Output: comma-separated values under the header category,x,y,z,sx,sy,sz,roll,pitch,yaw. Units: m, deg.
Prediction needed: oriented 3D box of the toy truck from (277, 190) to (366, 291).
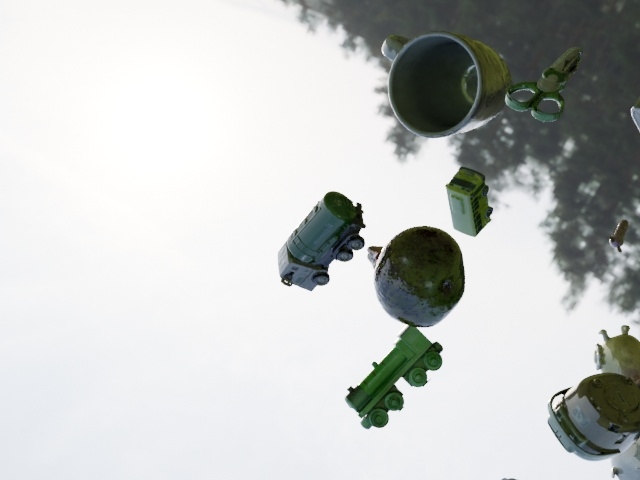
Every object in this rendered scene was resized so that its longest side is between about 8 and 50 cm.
category,x,y,z,sx,sy,sz,roll,pitch,yaw
toy truck,0.000,0.000,2.183,0.125,0.242,0.101,19,-139,-27

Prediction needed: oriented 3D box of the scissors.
category,x,y,z,sx,sy,sz,roll,pitch,yaw
scissors,0.400,-0.276,1.779,0.101,0.027,0.204,28,-128,20

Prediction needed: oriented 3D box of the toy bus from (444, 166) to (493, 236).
category,x,y,z,sx,sy,sz,roll,pitch,yaw
toy bus,0.393,-0.101,2.737,0.088,0.175,0.101,26,-121,35

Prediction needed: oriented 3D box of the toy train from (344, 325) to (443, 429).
category,x,y,z,sx,sy,sz,roll,pitch,yaw
toy train,0.161,0.301,2.272,0.119,0.251,0.085,45,175,-1

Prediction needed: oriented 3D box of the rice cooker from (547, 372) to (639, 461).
category,x,y,z,sx,sy,sz,roll,pitch,yaw
rice cooker,0.503,0.313,1.849,0.206,0.127,0.145,0,-132,-43

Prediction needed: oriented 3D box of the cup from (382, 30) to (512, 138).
category,x,y,z,sx,sy,sz,roll,pitch,yaw
cup,0.278,-0.362,2.291,0.301,0.227,0.257,39,-155,24

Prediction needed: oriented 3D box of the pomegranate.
category,x,y,z,sx,sy,sz,roll,pitch,yaw
pomegranate,0.186,0.062,2.165,0.214,0.214,0.248,0,-160,-41

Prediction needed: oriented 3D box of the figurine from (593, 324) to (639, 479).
category,x,y,z,sx,sy,sz,roll,pitch,yaw
figurine,0.753,0.385,2.398,0.226,0.274,0.394,-14,-102,-9

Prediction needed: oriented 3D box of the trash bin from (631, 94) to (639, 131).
category,x,y,z,sx,sy,sz,roll,pitch,yaw
trash bin,0.781,-0.306,2.103,0.219,0.250,0.220,31,170,47

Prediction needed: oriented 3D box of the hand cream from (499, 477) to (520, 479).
category,x,y,z,sx,sy,sz,roll,pitch,yaw
hand cream,0.427,0.527,2.142,0.043,0.065,0.170,-5,154,44

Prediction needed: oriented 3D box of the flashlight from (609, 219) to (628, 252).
category,x,y,z,sx,sy,sz,roll,pitch,yaw
flashlight,0.737,-0.015,2.550,0.052,0.031,0.110,50,-136,-11
